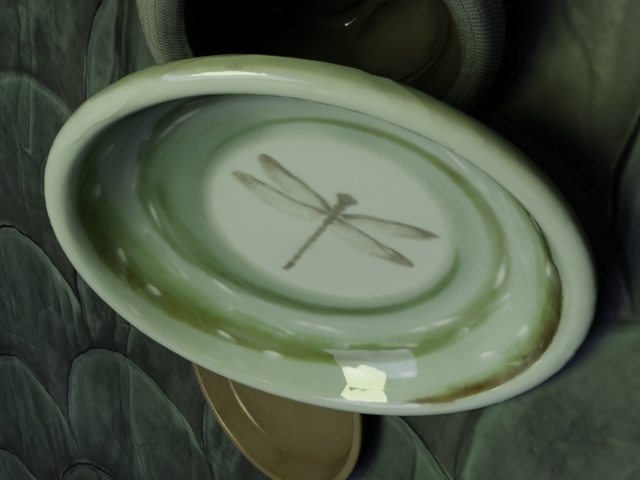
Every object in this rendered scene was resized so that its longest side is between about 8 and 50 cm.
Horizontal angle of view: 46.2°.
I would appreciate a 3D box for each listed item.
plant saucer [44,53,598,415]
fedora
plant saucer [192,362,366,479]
[{"bbox_3d":[0.000,0.000,0.574,0.400,0.100,0.400,11,143,8],"label":"plant saucer"},{"bbox_3d":[0.005,-0.171,0.523,0.243,0.124,0.275,5,158,6],"label":"fedora"},{"bbox_3d":[-0.050,0.142,0.821,0.278,0.041,0.278,22,124,38],"label":"plant saucer"}]
